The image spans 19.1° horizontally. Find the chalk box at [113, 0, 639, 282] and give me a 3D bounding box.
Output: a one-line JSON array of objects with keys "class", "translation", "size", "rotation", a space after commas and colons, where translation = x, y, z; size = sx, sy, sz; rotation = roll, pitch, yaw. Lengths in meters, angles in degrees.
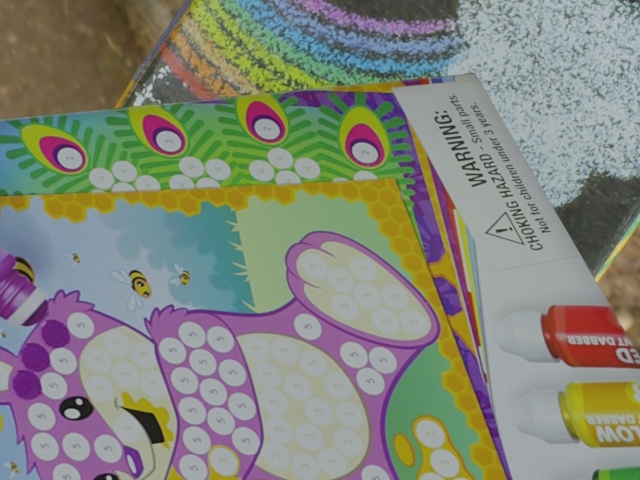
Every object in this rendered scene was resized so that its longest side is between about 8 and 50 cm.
[{"class": "chalk box", "translation": [0.000, 0.000, 0.743], "size": [0.180, 0.179, 0.289], "rotation": [36, 96, 0]}]

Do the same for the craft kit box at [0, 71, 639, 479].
[{"class": "craft kit box", "translation": [-0.024, 0.081, 0.395], "size": [0.247, 0.250, 0.061], "rotation": [-10, 147, -28]}]
